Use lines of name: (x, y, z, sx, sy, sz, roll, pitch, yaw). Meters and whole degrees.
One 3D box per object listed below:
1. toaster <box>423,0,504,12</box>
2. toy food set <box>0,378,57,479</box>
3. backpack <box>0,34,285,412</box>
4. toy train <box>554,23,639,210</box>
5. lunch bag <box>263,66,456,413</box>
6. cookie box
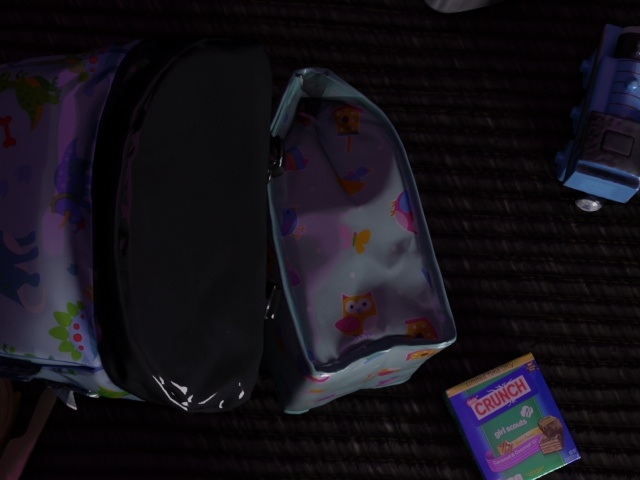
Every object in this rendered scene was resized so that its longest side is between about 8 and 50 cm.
toaster: (0.187, -0.313, 1.308, 0.227, 0.146, 0.129, -18, 81, -7)
toy food set: (-0.338, 0.157, 1.242, 0.192, 0.038, 0.132, 21, 73, 12)
backpack: (-0.234, -0.022, 1.078, 0.273, 0.355, 0.290, 0, 96, -45)
toy train: (0.279, -0.120, 1.296, 0.080, 0.105, 0.184, 18, 78, 0)
lunch bag: (0.000, 0.000, 1.195, 0.160, 0.223, 0.262, -15, 79, -12)
cookie box: (0.174, 0.170, 1.265, 0.091, 0.040, 0.107, -24, 80, -7)
